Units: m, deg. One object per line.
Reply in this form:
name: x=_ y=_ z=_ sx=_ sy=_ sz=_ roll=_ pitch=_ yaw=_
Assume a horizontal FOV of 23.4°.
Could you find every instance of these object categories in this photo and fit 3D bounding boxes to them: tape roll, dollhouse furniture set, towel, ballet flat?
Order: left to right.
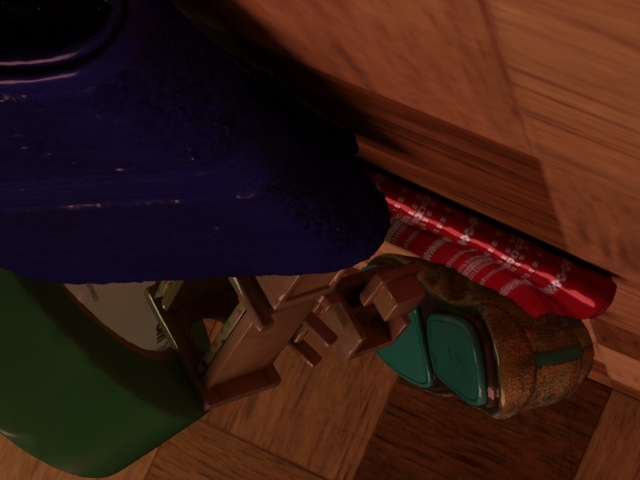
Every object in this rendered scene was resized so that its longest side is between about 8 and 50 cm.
tape roll: x=-0.189 y=-0.003 z=0.995 sx=0.321 sy=0.077 sz=0.321 roll=53 pitch=-169 yaw=-15
towel: x=-0.115 y=-0.049 z=0.674 sx=0.227 sy=0.076 sz=0.308 roll=-2 pitch=165 yaw=20
dollhouse furniture set: x=0.000 y=0.000 z=0.963 sx=0.161 sy=0.182 sz=0.101 roll=-16 pitch=-114 yaw=-34
towel: x=0.041 y=-0.017 z=0.975 sx=0.275 sy=0.031 sz=0.199 roll=24 pitch=176 yaw=-3
ballet flat: x=0.128 y=0.074 z=1.306 sx=0.123 sy=0.123 sz=0.348 roll=25 pitch=179 yaw=-17
